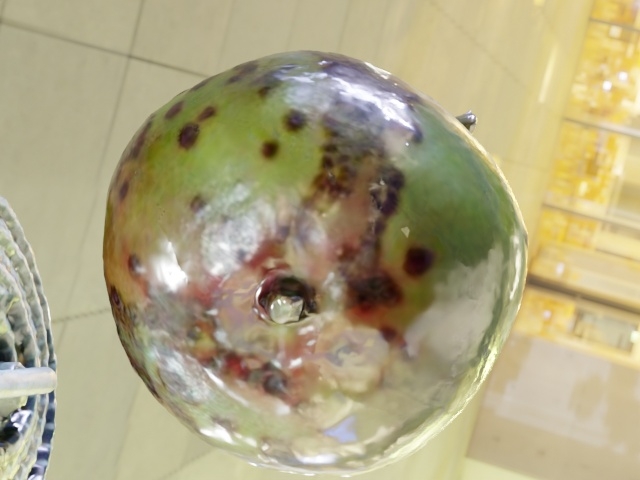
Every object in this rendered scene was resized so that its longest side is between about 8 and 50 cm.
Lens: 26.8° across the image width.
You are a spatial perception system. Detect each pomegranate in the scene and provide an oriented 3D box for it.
[{"bbox_3d":[-0.001,-0.005,0.462,0.169,0.148,0.149,-87,-177,-54],"label":"pomegranate"}]

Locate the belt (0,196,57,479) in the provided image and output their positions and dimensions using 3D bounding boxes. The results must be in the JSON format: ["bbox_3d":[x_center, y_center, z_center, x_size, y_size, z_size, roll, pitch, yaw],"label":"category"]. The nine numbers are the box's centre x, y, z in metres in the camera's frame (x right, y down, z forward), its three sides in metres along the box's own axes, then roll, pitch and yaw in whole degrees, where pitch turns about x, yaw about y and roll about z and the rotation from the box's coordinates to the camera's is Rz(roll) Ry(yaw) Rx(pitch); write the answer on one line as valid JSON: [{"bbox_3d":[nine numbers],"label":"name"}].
[{"bbox_3d":[-0.222,0.062,0.643,0.295,0.160,0.207,43,44,-78],"label":"belt"}]
